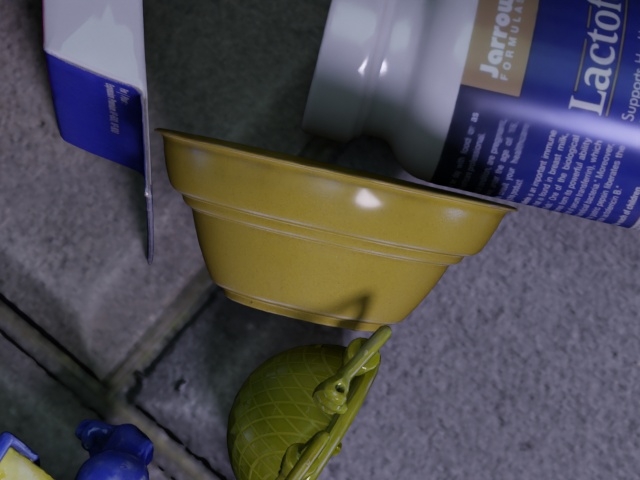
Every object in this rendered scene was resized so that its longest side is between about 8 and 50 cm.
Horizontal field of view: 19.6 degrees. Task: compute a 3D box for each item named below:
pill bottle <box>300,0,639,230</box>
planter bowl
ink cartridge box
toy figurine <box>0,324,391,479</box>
[{"bbox_3d":[0.129,-0.098,1.133,0.265,0.153,0.153,12,76,-2],"label":"pill bottle"},{"bbox_3d":[0.000,0.000,1.082,0.217,0.217,0.090,12,93,-2],"label":"planter bowl"},{"bbox_3d":[-0.135,-0.182,1.118,0.069,0.176,0.371,-4,77,-6],"label":"ink cartridge box"},{"bbox_3d":[-0.139,0.157,1.039,0.217,0.191,0.362,29,75,7],"label":"toy figurine"}]
